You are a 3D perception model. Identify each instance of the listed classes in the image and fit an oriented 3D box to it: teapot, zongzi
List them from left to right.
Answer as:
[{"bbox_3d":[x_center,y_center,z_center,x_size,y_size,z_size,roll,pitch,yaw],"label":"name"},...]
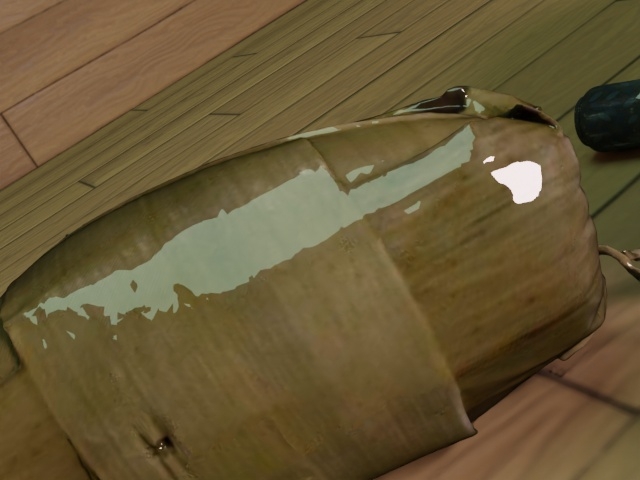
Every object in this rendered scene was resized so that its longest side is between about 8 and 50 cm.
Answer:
[{"bbox_3d":[0.000,0.000,0.495,0.447,0.181,0.418,-26,21,1],"label":"zongzi"},{"bbox_3d":[0.231,-0.087,0.574,0.083,0.063,0.049,-1,67,45],"label":"teapot"}]
